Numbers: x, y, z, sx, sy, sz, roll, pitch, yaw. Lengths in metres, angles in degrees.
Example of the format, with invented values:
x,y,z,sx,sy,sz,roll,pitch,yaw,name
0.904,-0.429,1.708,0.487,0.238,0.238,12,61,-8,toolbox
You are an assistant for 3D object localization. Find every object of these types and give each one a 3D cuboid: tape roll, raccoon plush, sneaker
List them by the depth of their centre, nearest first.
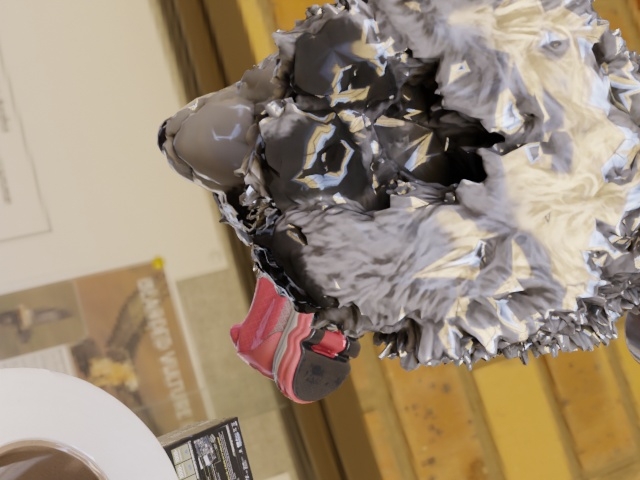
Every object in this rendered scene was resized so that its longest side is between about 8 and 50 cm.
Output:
x,y,z,sx,sy,sz,roll,pitch,yaw,name
0.116,-0.003,0.706,0.216,0.446,0.299,-62,-179,-4,raccoon plush
-0.242,0.237,0.875,0.169,0.246,0.246,-36,-110,41,tape roll
0.000,0.000,1.193,0.136,0.116,0.314,22,-97,37,sneaker

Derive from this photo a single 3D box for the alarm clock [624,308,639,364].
x,y,z,sx,sy,sz,roll,pitch,yaw,name
0.364,0.076,1.209,0.129,0.192,0.064,-61,-147,8,alarm clock

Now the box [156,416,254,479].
x,y,z,sx,sy,sz,roll,pitch,yaw,name
-0.151,0.322,1.422,0.077,0.147,0.180,-14,-88,38,box
